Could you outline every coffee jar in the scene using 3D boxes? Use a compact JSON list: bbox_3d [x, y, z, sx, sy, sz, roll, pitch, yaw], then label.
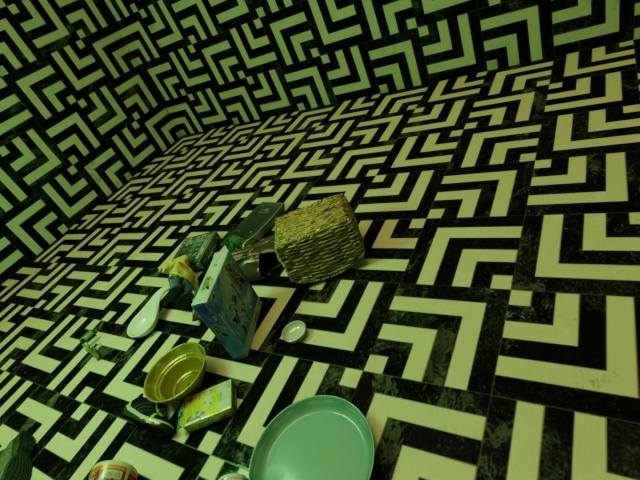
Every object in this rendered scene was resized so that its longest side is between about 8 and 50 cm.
[{"bbox_3d":[-0.329,0.028,1.833,0.184,0.096,0.079,11,47,44],"label":"coffee jar"}]

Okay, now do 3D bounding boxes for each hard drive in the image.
[{"bbox_3d":[-0.288,-0.088,2.002,0.172,0.054,0.254,5,44,39],"label":"hard drive"}]

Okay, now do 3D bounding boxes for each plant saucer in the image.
[{"bbox_3d":[-0.020,0.521,1.004,0.318,0.043,0.317,-17,35,12],"label":"plant saucer"}]

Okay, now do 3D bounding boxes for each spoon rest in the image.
[{"bbox_3d":[-0.678,0.282,1.734,0.137,0.084,0.276,4,43,37],"label":"spoon rest"}]

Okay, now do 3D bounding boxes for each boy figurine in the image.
[{"bbox_3d":[-0.592,0.148,1.767,0.092,0.177,0.285,-50,33,13],"label":"boy figurine"}]

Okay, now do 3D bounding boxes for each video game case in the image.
[{"bbox_3d":[-0.296,0.210,1.407,0.061,0.269,0.244,-14,36,16],"label":"video game case"}]

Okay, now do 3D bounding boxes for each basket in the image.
[{"bbox_3d":[0.000,0.000,1.548,0.299,0.213,0.223,-22,31,7],"label":"basket"}]

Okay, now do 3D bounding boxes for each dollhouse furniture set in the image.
[{"bbox_3d":[-0.919,0.419,1.716,0.152,0.076,0.058,15,52,46],"label":"dollhouse furniture set"}]

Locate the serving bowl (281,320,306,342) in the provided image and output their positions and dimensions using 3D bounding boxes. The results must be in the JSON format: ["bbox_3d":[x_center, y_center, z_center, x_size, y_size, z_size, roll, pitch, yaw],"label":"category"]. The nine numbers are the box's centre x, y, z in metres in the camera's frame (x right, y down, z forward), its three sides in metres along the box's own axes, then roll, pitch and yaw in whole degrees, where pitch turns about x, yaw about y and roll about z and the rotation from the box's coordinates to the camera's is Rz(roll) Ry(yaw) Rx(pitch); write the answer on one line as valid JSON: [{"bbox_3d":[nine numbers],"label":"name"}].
[{"bbox_3d":[-0.081,0.298,1.361,0.083,0.027,0.083,-18,34,13],"label":"serving bowl"}]

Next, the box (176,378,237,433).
[{"bbox_3d":[-0.336,0.494,1.254,0.179,0.043,0.105,-22,34,3],"label":"box"}]

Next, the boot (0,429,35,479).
[{"bbox_3d":[-1.011,0.744,1.349,0.161,0.083,0.246,-39,29,-7],"label":"boot"}]

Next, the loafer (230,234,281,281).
[{"bbox_3d":[-0.275,0.098,1.667,0.366,0.133,0.130,-32,34,-9],"label":"loafer"}]

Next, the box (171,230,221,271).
[{"bbox_3d":[-0.591,0.059,2.001,0.183,0.059,0.232,-14,35,18],"label":"box"}]

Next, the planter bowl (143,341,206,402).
[{"bbox_3d":[-0.441,0.439,1.353,0.217,0.090,0.217,-17,35,12],"label":"planter bowl"}]

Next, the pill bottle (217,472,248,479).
[{"bbox_3d":[-0.202,0.616,0.964,0.078,0.078,0.137,-22,33,6],"label":"pill bottle"}]

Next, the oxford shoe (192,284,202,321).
[{"bbox_3d":[-0.460,0.248,1.667,0.076,0.076,0.212,1,27,-14],"label":"oxford shoe"}]

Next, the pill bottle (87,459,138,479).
[{"bbox_3d":[-0.551,0.686,1.063,0.121,0.121,0.221,-19,34,11],"label":"pill bottle"}]

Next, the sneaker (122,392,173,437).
[{"bbox_3d":[-0.518,0.520,1.301,0.235,0.084,0.097,3,42,36],"label":"sneaker"}]
